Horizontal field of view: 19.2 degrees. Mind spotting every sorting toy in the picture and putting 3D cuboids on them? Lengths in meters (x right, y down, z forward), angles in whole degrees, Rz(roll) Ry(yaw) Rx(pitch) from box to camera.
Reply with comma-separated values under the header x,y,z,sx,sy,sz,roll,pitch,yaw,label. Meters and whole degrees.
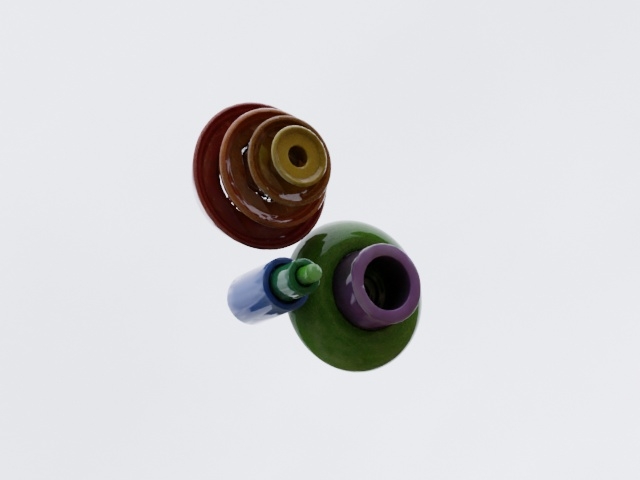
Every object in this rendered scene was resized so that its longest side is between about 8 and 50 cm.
x,y,z,sx,sy,sz,roll,pitch,yaw,label
0.000,0.000,0.602,0.102,0.042,0.061,46,-121,-13,sorting toy
